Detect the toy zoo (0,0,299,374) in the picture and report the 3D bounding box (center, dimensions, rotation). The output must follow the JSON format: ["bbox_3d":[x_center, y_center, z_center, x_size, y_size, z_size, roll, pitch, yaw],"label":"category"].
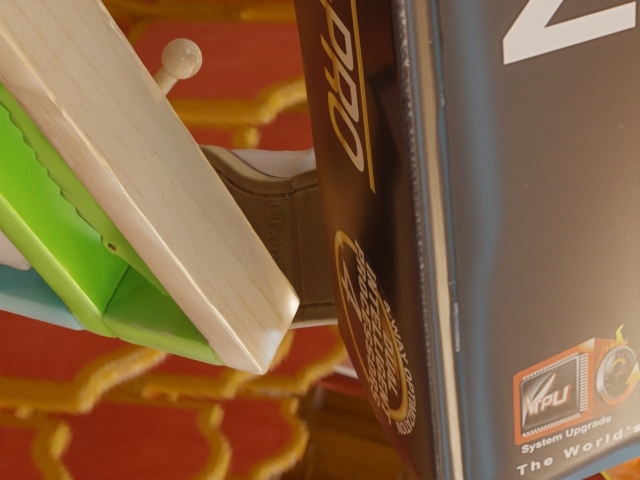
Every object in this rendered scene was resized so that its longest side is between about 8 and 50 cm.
[{"bbox_3d":[-0.165,-0.048,0.472,0.030,0.293,0.192,-63,148,-24],"label":"toy zoo"}]

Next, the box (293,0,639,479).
[{"bbox_3d":[0.183,-0.120,0.397,0.097,0.394,0.318,-121,-163,-48],"label":"box"}]

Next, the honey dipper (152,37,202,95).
[{"bbox_3d":[-0.102,-0.035,0.732,0.160,0.030,0.030,-45,-173,32],"label":"honey dipper"}]

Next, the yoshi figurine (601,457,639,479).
[{"bbox_3d":[0.370,0.066,1.284,0.362,0.203,0.203,-39,172,10],"label":"yoshi figurine"}]

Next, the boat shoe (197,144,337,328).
[{"bbox_3d":[0.000,0.000,0.870,0.302,0.103,0.113,7,-81,57],"label":"boat shoe"}]
